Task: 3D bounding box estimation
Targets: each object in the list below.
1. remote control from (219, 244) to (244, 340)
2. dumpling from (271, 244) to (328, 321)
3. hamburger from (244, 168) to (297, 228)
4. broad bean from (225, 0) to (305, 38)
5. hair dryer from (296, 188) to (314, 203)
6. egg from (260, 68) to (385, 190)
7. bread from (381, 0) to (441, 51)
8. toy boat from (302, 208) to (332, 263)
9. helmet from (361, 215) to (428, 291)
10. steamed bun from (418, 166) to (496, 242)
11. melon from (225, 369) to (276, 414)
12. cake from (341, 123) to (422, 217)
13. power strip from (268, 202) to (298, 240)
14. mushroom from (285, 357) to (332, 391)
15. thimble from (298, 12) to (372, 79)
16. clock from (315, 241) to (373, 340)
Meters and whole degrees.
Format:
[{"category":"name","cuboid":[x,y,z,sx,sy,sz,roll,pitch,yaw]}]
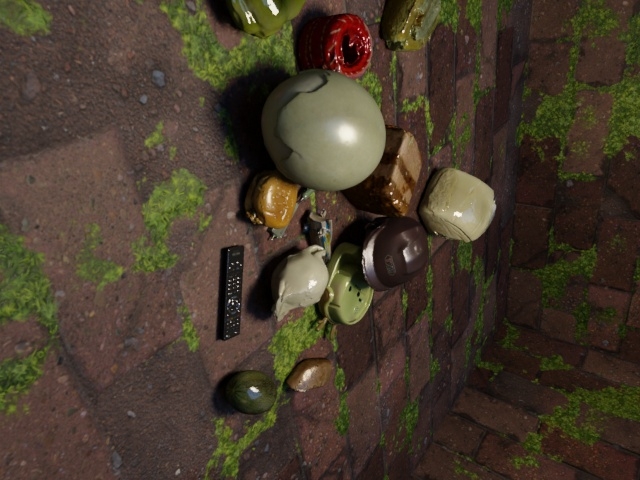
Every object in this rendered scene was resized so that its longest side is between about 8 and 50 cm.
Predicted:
[{"category":"remote control","cuboid":[-0.221,0.132,1.162,0.063,0.025,0.245,-10,109,-53]},{"category":"dumpling","cuboid":[-0.062,0.122,1.291,0.258,0.147,0.193,-55,171,-34]},{"category":"hamburger","cuboid":[-0.122,-0.103,1.164,0.138,0.083,0.147,20,82,-50]},{"category":"broad bean","cuboid":[-0.116,-0.575,0.976,0.238,0.119,0.291,2,98,-45]},{"category":"hair dryer","cuboid":[-0.023,-0.146,1.307,0.150,0.047,0.071,-51,139,-34]},{"category":"egg","cuboid":[-0.001,-0.263,1.103,0.336,0.278,0.279,19,87,-56]},{"category":"bread","cuboid":[0.293,-0.707,1.477,0.186,0.124,0.257,42,70,-52]},{"category":"toy boat","cuboid":[0.000,0.000,1.380,0.066,0.084,0.210,-43,143,-31]},{"category":"helmet","cuboid":[0.253,0.036,1.499,0.305,0.177,0.225,-56,135,-59]},{"category":"steamed bun","cuboid":[0.582,-0.150,1.947,0.273,0.272,0.291,30,74,-53]},{"category":"melon","cuboid":[-0.180,0.406,1.239,0.167,0.114,0.114,40,69,-49]},{"category":"cake","cuboid":[0.209,-0.239,1.473,0.196,0.198,0.293,42,67,-48]},{"category":"power strip","cuboid":[-0.103,-0.058,1.258,0.136,0.019,0.051,-64,144,-16]},{"category":"mushroom","cuboid":[-0.022,0.426,1.497,0.209,0.072,0.094,12,83,-54]},{"category":"thimble","cuboid":[0.040,-0.498,1.208,0.189,0.125,0.163,-43,131,-36]},{"category":"clock","cuboid":[0.085,0.178,1.534,0.235,0.096,0.308,43,69,-52]}]
